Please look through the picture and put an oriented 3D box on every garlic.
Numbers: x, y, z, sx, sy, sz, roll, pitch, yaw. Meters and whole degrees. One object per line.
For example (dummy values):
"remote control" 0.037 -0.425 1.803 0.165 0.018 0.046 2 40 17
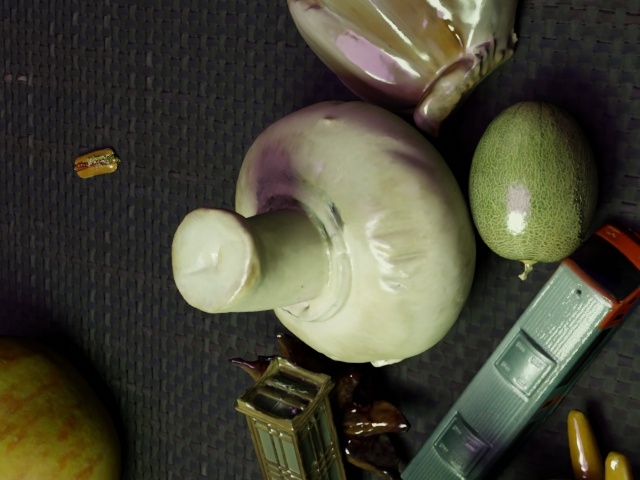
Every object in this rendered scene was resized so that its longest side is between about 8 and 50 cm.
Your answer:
"garlic" 0.091 -0.290 1.297 0.279 0.132 0.325 -41 81 24

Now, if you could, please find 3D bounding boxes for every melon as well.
"melon" 0.227 -0.053 1.242 0.139 0.139 0.192 1 84 33

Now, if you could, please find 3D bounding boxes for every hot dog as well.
"hot dog" -0.325 -0.110 1.671 0.083 0.021 0.037 -14 93 36

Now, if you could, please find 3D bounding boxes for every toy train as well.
"toy train" 0.232 0.155 1.318 0.086 0.089 0.409 45 121 24

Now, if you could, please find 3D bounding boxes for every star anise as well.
"star anise" 0.012 0.204 1.472 0.272 0.102 0.272 23 137 23

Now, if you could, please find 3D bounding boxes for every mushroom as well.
"mushroom" 0.021 -0.023 1.297 0.315 0.356 0.315 -13 58 21

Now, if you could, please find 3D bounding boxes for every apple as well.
"apple" -0.475 0.325 1.691 0.400 0.333 0.400 20 129 27

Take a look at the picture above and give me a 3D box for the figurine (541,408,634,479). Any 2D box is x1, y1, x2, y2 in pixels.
"figurine" 0.180 0.383 1.245 0.387 0.401 0.268 -27 43 2

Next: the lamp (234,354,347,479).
"lamp" -0.018 0.290 1.426 0.089 0.090 0.325 19 139 30
